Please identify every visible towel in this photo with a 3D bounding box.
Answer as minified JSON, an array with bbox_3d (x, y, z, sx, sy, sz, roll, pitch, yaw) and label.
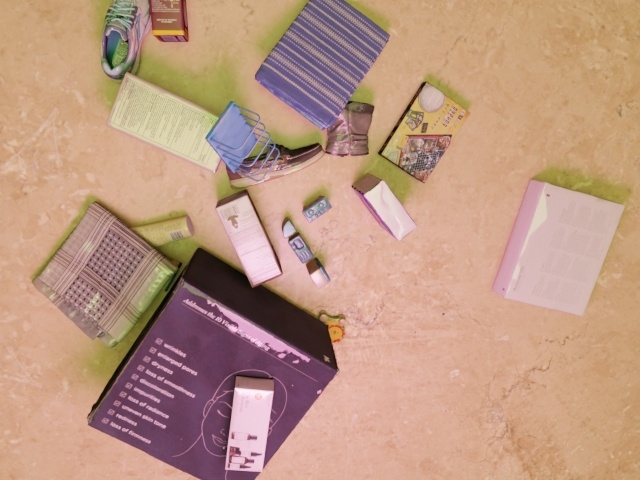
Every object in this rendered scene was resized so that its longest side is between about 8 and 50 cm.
[{"bbox_3d":[-0.611,0.104,1.386,0.312,0.056,0.324,40,98,-2],"label":"towel"},{"bbox_3d":[0.009,-0.489,1.328,0.243,0.040,0.336,34,78,-6],"label":"towel"}]

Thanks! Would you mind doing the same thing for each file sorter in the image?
[{"bbox_3d":[-0.191,-0.246,1.269,0.104,0.170,0.118,27,77,22],"label":"file sorter"}]

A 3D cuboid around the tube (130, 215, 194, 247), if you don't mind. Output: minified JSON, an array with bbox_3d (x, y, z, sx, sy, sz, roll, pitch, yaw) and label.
[{"bbox_3d":[-0.487,-0.013,1.416,0.240,0.062,0.070,-15,61,1],"label":"tube"}]

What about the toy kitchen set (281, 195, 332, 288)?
[{"bbox_3d":[0.000,0.000,1.446,0.166,0.122,0.207,-34,105,1],"label":"toy kitchen set"}]

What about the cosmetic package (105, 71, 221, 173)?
[{"bbox_3d":[-0.389,-0.308,1.321,0.296,0.129,0.153,25,96,-12],"label":"cosmetic package"}]

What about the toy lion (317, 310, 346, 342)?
[{"bbox_3d":[0.034,0.278,1.564,0.100,0.034,0.096,15,108,-11],"label":"toy lion"}]

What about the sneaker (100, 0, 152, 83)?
[{"bbox_3d":[-0.494,-0.545,1.255,0.110,0.122,0.283,10,101,-9],"label":"sneaker"}]

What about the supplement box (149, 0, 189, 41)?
[{"bbox_3d":[-0.388,-0.614,1.263,0.080,0.104,0.188,-3,103,-8],"label":"supplement box"}]

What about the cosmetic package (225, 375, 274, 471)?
[{"bbox_3d":[-0.180,0.467,1.254,0.098,0.060,0.239,6,105,-8],"label":"cosmetic package"}]

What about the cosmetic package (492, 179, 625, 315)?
[{"bbox_3d":[0.747,0.026,1.566,0.284,0.097,0.377,14,100,-12],"label":"cosmetic package"}]

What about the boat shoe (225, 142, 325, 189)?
[{"bbox_3d":[-0.130,-0.227,1.390,0.285,0.103,0.092,-19,109,3],"label":"boat shoe"}]

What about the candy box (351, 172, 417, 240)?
[{"bbox_3d":[0.177,-0.100,1.409,0.070,0.196,0.165,-38,104,3],"label":"candy box"}]

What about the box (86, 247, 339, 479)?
[{"bbox_3d":[-0.285,0.364,1.394,0.480,0.297,0.472,34,101,-14],"label":"box"}]

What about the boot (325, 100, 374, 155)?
[{"bbox_3d":[0.030,-0.320,1.403,0.246,0.083,0.161,7,108,-8],"label":"boot"}]

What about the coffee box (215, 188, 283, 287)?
[{"bbox_3d":[-0.202,-0.009,1.409,0.098,0.141,0.247,-23,106,-2],"label":"coffee box"}]

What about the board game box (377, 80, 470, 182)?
[{"bbox_3d":[0.304,-0.315,1.456,0.165,0.042,0.243,31,97,-13],"label":"board game box"}]

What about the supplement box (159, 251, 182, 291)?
[{"bbox_3d":[-0.462,0.089,1.438,0.083,0.056,0.083,28,98,-13],"label":"supplement box"}]
